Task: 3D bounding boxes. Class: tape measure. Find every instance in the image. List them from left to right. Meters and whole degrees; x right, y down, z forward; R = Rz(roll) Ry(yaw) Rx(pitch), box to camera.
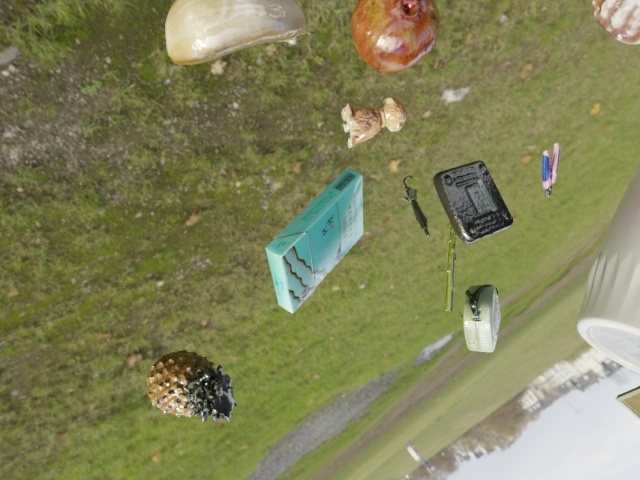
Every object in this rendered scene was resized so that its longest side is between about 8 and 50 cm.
[{"bbox_3d":[0.537,0.235,1.719,0.235,0.115,0.207,-58,137,-47],"label":"tape measure"}]

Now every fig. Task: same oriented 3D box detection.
[{"bbox_3d":[0.160,-0.456,1.117,0.205,0.205,0.205,-32,156,-16],"label":"fig"}]

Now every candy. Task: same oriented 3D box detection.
[{"bbox_3d":[0.735,-0.577,1.116,0.157,0.214,0.289,-26,150,-30],"label":"candy"}]

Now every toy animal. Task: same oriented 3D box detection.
[{"bbox_3d":[0.156,-0.350,1.419,0.185,0.104,0.184,-12,167,0],"label":"toy animal"}]

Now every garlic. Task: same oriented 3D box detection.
[{"bbox_3d":[-0.151,-0.448,1.040,0.338,0.151,0.196,-19,-179,-13],"label":"garlic"}]

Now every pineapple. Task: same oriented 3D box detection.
[{"bbox_3d":[-0.279,0.332,1.152,0.158,0.158,0.278,-18,-172,-41],"label":"pineapple"}]

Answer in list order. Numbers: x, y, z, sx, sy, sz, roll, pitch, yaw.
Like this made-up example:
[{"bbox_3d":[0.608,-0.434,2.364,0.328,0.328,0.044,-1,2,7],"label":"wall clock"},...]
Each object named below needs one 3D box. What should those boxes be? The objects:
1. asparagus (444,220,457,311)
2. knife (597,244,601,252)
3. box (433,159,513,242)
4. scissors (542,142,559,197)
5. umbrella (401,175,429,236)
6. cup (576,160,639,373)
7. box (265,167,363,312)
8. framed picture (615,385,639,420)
[{"bbox_3d":[0.301,0.039,1.175,0.025,0.248,0.024,-5,163,37],"label":"asparagus"},{"bbox_3d":[0.722,0.048,1.294,0.230,0.060,0.028,-54,-169,-20],"label":"knife"},{"bbox_3d":[0.250,-0.065,0.835,0.125,0.126,0.027,-19,171,-34],"label":"box"},{"bbox_3d":[0.415,-0.122,0.926,0.039,0.012,0.113,-33,133,-18],"label":"scissors"},{"bbox_3d":[0.222,-0.079,1.216,0.044,0.269,0.044,-30,121,20],"label":"umbrella"},{"bbox_3d":[0.577,0.021,0.791,0.371,0.253,0.253,-56,160,-12],"label":"cup"},{"bbox_3d":[0.000,0.000,0.909,0.229,0.041,0.162,-46,149,-31],"label":"box"},{"bbox_3d":[0.627,0.293,0.866,0.015,0.150,0.203,-39,161,-27],"label":"framed picture"}]
